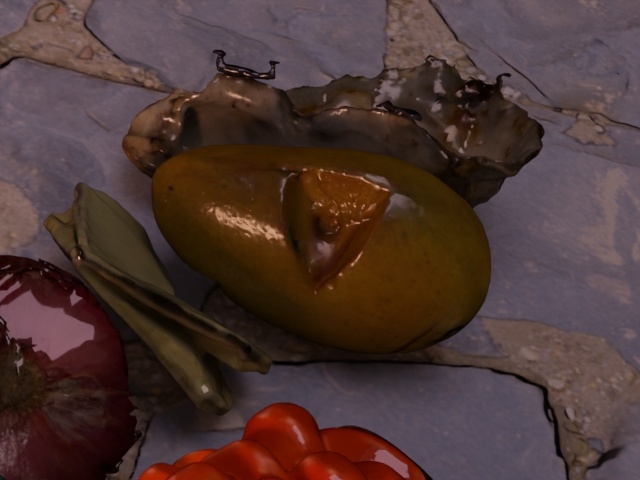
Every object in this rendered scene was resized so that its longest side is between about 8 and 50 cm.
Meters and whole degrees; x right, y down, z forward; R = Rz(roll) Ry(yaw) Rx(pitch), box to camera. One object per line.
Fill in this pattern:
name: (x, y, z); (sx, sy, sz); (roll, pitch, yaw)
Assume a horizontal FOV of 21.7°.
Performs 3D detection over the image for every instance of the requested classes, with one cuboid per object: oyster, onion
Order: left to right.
onion: (-0.211, 0.101, 1.120); (0.184, 0.147, 0.184); (0, 87, -3)
oyster: (0.009, -0.084, 1.350); (0.337, 0.133, 0.198); (3, 10, -9)

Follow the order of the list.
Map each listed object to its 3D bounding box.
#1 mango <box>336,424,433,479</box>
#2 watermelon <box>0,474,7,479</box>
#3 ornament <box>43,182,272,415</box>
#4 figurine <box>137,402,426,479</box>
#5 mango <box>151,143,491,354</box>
mango: (0.041, 0.235, 1.084); (0.133, 0.111, 0.268); (13, 48, -23)
watermelon: (-0.278, 0.230, 0.921); (0.321, 0.188, 0.175); (-5, 48, -20)
ornament: (-0.134, 0.031, 1.191); (0.059, 0.180, 0.201); (-47, 64, 3)
figurine: (-0.077, 0.279, 0.853); (0.411, 0.241, 0.306); (-27, 55, -24)
mango: (0.000, 0.000, 1.256); (0.262, 0.167, 0.130); (11, 54, 2)
